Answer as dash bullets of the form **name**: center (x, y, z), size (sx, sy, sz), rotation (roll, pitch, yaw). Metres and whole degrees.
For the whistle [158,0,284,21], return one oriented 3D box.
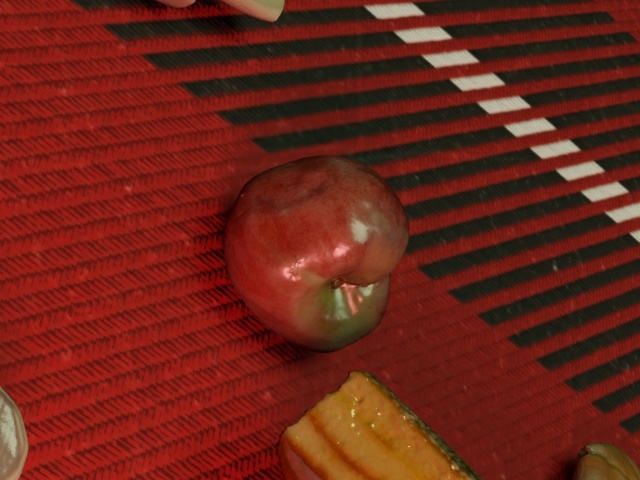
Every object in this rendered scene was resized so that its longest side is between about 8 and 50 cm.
- **whistle**: center (-0.127, -0.254, 1.530), size (0.253, 0.105, 0.102), rotation (31, 84, -35)

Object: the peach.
- **peach**: center (0.000, 0.000, 1.467), size (0.152, 0.152, 0.152), rotation (30, 44, -34)

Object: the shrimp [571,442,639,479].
- **shrimp**: center (0.286, 0.311, 1.654), size (0.145, 0.061, 0.267), rotation (25, 44, -51)

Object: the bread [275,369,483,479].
- **bread**: center (0.081, 0.216, 1.334), size (0.234, 0.110, 0.184), rotation (42, -7, 16)

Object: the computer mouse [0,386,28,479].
- **computer mouse**: center (-0.250, 0.156, 1.110), size (0.089, 0.056, 0.182), rotation (47, 45, -14)
